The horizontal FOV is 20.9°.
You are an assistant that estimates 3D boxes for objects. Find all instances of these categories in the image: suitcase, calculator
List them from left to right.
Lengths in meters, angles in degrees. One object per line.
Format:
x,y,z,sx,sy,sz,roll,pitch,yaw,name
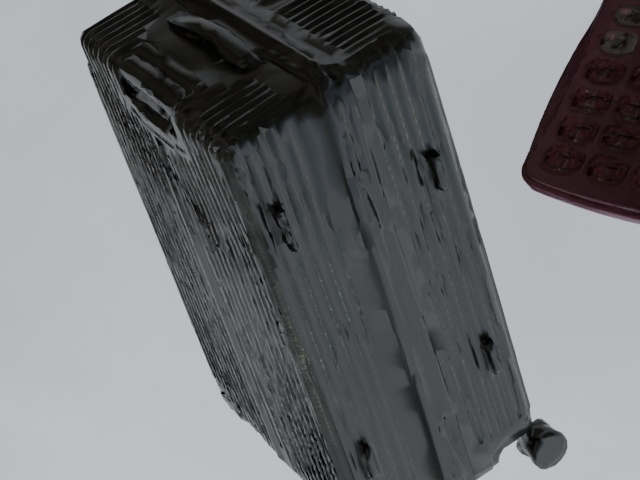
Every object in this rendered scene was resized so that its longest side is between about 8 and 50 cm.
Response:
0.000,0.000,1.081,0.152,0.335,0.229,-30,-146,-17,suitcase
0.189,-0.093,0.880,0.126,0.034,0.191,17,-105,34,calculator
